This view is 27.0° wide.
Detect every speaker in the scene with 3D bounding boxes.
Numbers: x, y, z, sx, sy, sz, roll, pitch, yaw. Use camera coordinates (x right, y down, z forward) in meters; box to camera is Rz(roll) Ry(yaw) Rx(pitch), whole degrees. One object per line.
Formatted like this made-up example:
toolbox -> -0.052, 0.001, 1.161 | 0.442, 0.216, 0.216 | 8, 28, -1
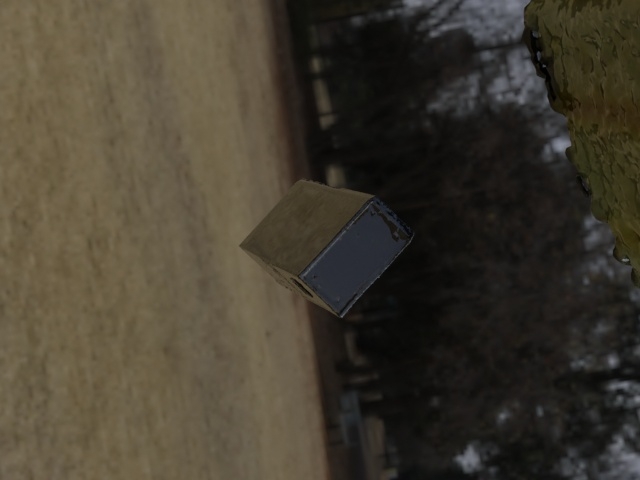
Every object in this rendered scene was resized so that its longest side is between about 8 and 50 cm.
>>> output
speaker -> 0.000, 0.000, 0.995 | 0.044, 0.082, 0.218 | 44, -7, -14

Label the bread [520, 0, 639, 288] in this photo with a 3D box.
bread -> 0.290, -0.046, 0.654 | 0.395, 0.239, 0.264 | 55, -11, 8
